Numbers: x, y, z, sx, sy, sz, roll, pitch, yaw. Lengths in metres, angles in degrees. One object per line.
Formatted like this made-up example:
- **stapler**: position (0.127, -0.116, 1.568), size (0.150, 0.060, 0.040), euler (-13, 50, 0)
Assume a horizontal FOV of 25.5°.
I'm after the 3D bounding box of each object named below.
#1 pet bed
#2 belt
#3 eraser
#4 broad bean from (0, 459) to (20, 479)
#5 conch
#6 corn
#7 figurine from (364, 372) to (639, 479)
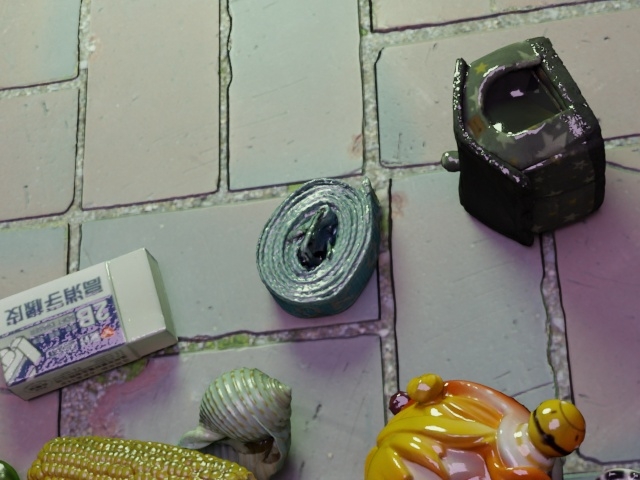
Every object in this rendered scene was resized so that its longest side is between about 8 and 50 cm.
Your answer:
- **pet bed**: position (0.221, -0.110, 1.636), size (0.159, 0.211, 0.183), euler (-24, 65, 0)
- **belt**: position (-0.003, 0.008, 1.712), size (0.148, 0.082, 0.163), euler (-3, 66, 8)
- **eraser**: position (-0.293, 0.103, 1.749), size (0.210, 0.068, 0.124), euler (-20, 62, 3)
- **broad bean**: position (-0.412, 0.271, 1.713), size (0.061, 0.046, 0.195), euler (-30, 58, -19)
- **conch**: position (-0.084, 0.219, 1.623), size (0.153, 0.102, 0.135), euler (-48, 65, 40)
- **corn**: position (-0.213, 0.274, 1.611), size (0.310, 0.101, 0.101), euler (-2, 65, 27)
- **figurine**: position (0.182, 0.275, 1.480), size (0.323, 0.196, 0.320), euler (31, 116, 14)
